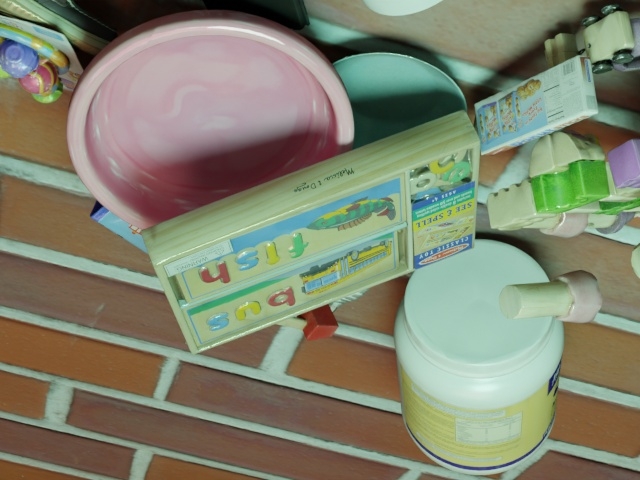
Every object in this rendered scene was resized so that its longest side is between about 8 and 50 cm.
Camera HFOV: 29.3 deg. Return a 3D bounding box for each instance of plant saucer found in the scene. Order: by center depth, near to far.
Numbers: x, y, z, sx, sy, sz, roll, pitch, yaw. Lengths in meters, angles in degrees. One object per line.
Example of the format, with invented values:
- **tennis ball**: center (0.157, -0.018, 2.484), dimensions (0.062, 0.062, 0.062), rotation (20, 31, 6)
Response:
- **plant saucer**: center (-0.128, -0.140, 1.435), dimensions (0.332, 0.084, 0.332), rotation (-3, 135, -3)
- **plant saucer**: center (0.083, -0.174, 1.488), dimensions (0.195, 0.037, 0.195), rotation (7, 147, 5)

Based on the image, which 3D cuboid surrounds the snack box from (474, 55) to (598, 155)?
- **snack box**: center (0.238, -0.148, 1.372), dimensions (0.022, 0.064, 0.178), rotation (-1, 169, -32)

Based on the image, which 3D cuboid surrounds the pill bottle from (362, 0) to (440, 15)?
- **pill bottle**: center (0.029, -0.357, 1.099), dimensions (0.181, 0.181, 0.323), rotation (-9, 142, 25)

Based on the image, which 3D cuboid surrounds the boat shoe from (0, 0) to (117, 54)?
- **boat shoe**: center (-0.331, -0.291, 1.364), dimensions (0.103, 0.092, 0.285), rotation (16, 174, 46)

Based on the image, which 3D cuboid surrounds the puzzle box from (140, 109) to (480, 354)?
- **puzzle box**: center (0.000, 0.000, 1.510), dimensions (0.409, 0.052, 0.272), rotation (-21, 153, -5)

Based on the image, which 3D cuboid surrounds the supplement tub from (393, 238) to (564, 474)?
- **supplement tub**: center (0.230, 0.173, 1.785), dimensions (0.241, 0.241, 0.331), rotation (3, 146, 9)

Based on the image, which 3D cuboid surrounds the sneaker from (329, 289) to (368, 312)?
- **sneaker**: center (-0.003, 0.037, 1.782), dimensions (0.132, 0.086, 0.228), rotation (23, 145, -16)

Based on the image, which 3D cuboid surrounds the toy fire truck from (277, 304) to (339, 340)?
- **toy fire truck**: center (-0.045, 0.080, 1.701), dimensions (0.192, 0.047, 0.135), rotation (3, 136, -33)

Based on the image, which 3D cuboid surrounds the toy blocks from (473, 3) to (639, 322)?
- **toy blocks**: center (0.371, -0.076, 1.433), dimensions (0.260, 0.309, 0.288), rotation (-2, 168, -32)

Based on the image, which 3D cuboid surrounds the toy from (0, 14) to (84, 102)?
- **toy**: center (-0.350, -0.206, 1.445), dimensions (0.137, 0.056, 0.237), rotation (18, 173, 3)

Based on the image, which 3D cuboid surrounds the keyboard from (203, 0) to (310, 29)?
- **keyboard**: center (-0.123, -0.302, 1.259), dimensions (0.201, 0.033, 0.317), rotation (12, 169, 9)

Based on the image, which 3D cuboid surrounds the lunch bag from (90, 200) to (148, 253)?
- **lunch bag**: center (-0.120, -0.086, 1.607), dimensions (0.221, 0.138, 0.293), rotation (35, 129, -29)
